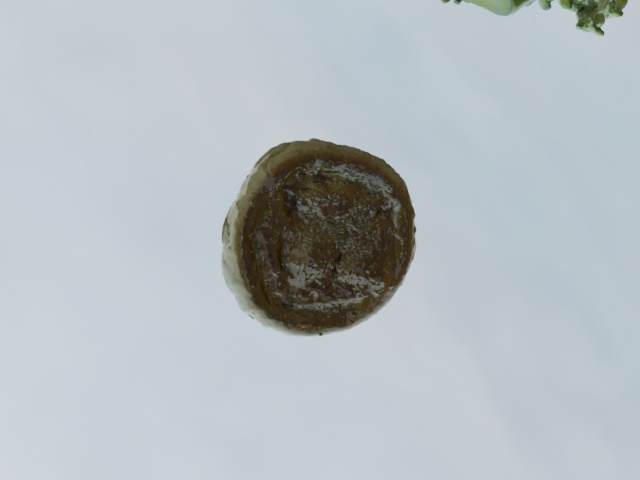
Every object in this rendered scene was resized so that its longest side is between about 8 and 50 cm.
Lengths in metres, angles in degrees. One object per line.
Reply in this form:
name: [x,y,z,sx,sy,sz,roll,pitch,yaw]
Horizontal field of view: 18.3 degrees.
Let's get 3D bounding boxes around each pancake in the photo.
pancake: [0.000,0.000,1.444,0.158,0.158,0.028,29,178,-28]

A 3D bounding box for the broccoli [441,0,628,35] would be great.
broccoli: [0.188,-0.294,1.774,0.263,0.247,0.243,47,-138,-8]
